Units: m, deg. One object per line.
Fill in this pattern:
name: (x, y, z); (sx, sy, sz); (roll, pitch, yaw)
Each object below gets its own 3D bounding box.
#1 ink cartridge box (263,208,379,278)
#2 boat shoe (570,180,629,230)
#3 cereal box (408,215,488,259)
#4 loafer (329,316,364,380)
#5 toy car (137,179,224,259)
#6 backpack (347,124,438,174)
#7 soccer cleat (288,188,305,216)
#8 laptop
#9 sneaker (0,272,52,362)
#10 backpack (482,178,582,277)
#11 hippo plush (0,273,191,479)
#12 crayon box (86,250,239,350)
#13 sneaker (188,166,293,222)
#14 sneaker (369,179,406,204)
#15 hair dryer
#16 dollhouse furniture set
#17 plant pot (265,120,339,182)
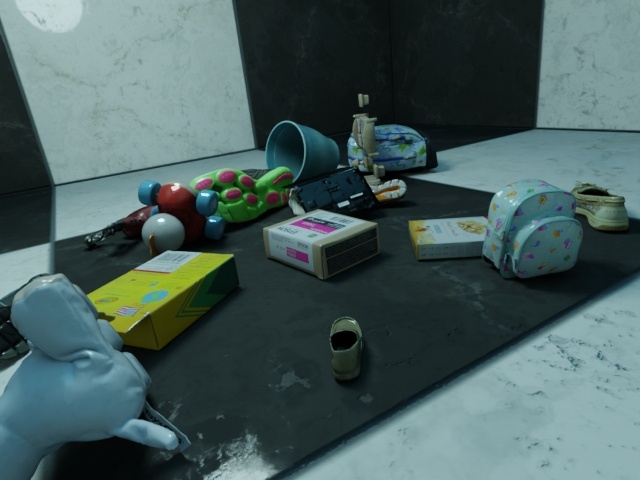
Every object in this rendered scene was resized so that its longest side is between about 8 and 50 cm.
ink cartridge box: (0.000, 0.000, 1.076); (0.193, 0.088, 0.234); (-21, 25, -37)
boat shoe: (0.741, -0.108, 1.135); (0.104, 0.089, 0.285); (-3, 20, 12)
cereal box: (0.348, -0.011, 1.054); (0.240, 0.047, 0.173); (-4, 20, 6)
loafer: (0.043, 0.160, 0.682); (0.056, 0.050, 0.148); (-5, 20, 3)
toy car: (-0.426, -0.026, 1.212); (0.219, 0.210, 0.238); (11, 51, 8)
backpack: (0.293, -0.399, 1.883); (0.355, 0.273, 0.290); (-20, 27, 0)
soccer cleat: (-0.070, -0.127, 1.453); (0.068, 0.076, 0.196); (-13, 21, -17)
laptop: (0.028, -0.145, 1.402); (0.234, 0.136, 0.264); (-21, 67, -15)
sneaker: (-0.614, 0.166, 0.846); (0.106, 0.101, 0.267); (-28, 20, 6)
backpack: (0.427, -0.023, 0.861); (0.165, 0.188, 0.144); (-8, 20, -7)
hippo plush: (-0.342, 0.215, 0.518); (0.236, 0.234, 0.294); (-37, 75, -24)
crayon box: (-0.338, 0.119, 0.866); (0.202, 0.081, 0.318); (3, 21, 24)
sneaker: (-0.281, -0.161, 1.500); (0.202, 0.185, 0.482); (-3, 7, 32)
sneaker: (0.191, -0.150, 1.456); (0.214, 0.084, 0.083); (-5, -9, 19)
hair dryer: (-0.588, -0.048, 1.349); (0.293, 0.080, 0.223); (-37, 18, -34)
dollhouse furniture set: (0.126, -0.352, 1.600); (0.173, 0.356, 0.303); (-8, 21, -1)
plant pot: (-0.061, -0.373, 1.889); (0.255, 0.272, 0.271); (-4, 14, -43)
